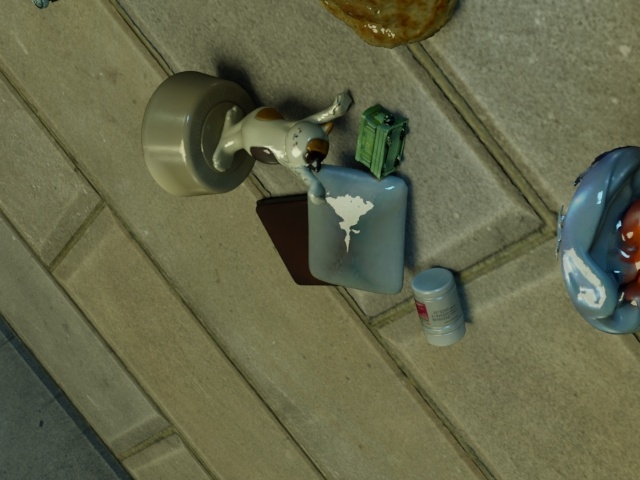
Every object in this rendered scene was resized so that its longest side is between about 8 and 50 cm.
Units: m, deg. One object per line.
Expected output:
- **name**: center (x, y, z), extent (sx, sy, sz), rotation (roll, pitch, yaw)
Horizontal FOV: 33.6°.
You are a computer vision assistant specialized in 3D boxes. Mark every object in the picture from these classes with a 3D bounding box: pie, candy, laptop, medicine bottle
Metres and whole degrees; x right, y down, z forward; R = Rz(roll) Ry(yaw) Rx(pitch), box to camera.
- **pie**: center (0.068, -0.283, 1.141), extent (0.193, 0.079, 0.163), rotation (-2, 128, 51)
- **candy**: center (0.047, -0.013, 1.404), extent (0.138, 0.071, 0.174), rotation (11, 123, 20)
- **laptop**: center (0.000, 0.000, 1.543), extent (0.207, 0.026, 0.154), rotation (-3, 121, 52)
- **medicine bottle**: center (0.157, 0.088, 1.408), extent (0.058, 0.058, 0.091), rotation (13, 132, 43)

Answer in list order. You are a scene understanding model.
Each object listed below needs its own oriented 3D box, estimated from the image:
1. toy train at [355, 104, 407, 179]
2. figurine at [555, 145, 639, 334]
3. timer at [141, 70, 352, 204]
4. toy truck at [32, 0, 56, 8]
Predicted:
- **toy train**: center (0.075, -0.124, 1.322), extent (0.056, 0.038, 0.093), rotation (40, 146, 26)
- **figurine**: center (0.428, 0.009, 0.886), extent (0.388, 0.248, 0.276), rotation (8, 131, 58)
- **timer**: center (-0.085, -0.133, 1.400), extent (0.266, 0.175, 0.175), rotation (8, 129, 37)
- **toy truck**: center (-0.377, -0.416, 1.534), extent (0.178, 0.080, 0.115), rotation (-15, 105, 53)
